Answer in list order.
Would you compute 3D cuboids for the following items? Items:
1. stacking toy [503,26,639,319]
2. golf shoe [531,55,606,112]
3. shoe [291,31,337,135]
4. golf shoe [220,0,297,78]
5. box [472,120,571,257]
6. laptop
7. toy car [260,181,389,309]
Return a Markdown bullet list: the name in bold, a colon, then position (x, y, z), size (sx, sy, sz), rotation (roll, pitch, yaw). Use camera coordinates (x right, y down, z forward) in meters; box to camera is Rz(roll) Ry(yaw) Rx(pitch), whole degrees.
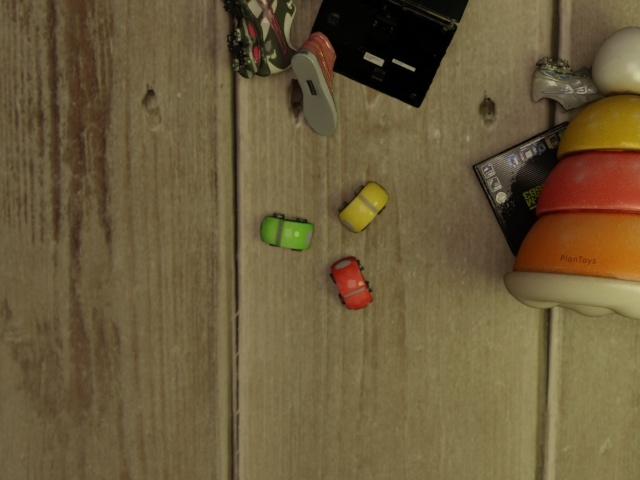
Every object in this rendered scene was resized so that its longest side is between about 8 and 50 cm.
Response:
- **stacking toy**: position (0.497, -0.112, 1.530), size (0.351, 0.350, 0.479), rotation (7, 87, 2)
- **golf shoe**: position (0.457, -0.263, 1.662), size (0.176, 0.069, 0.086), rotation (15, 118, 3)
- **shoe**: position (0.003, -0.275, 1.660), size (0.064, 0.081, 0.178), rotation (6, 136, 28)
- **golf shoe**: position (-0.112, -0.423, 1.654), size (0.120, 0.105, 0.272), rotation (-12, 96, -19)
- **box**: position (0.394, -0.091, 1.681), size (0.191, 0.045, 0.184), rotation (-25, 94, 5)
- **laptop**: position (0.129, -0.413, 1.674), size (0.234, 0.136, 0.264), rotation (24, 122, 0)
- **toy car**: position (0.000, 0.000, 1.703), size (0.225, 0.053, 0.239), rotation (10, 96, 1)
